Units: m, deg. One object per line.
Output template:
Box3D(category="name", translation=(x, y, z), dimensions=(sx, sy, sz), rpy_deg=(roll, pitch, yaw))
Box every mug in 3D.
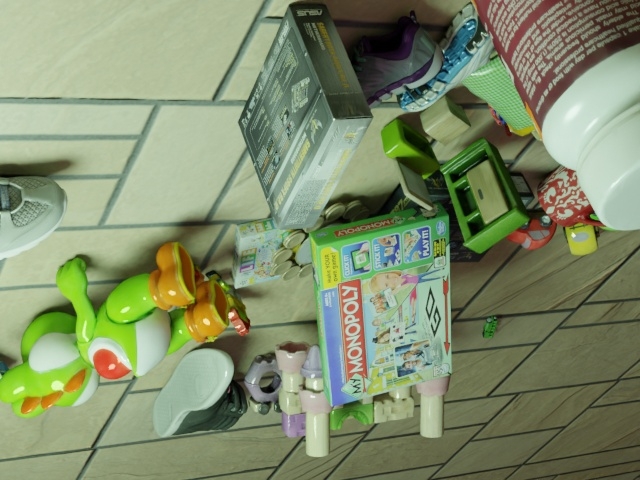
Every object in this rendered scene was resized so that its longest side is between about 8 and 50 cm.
Box3D(category="mug", translation=(0.442, -0.089, 2.110), dimensions=(0.113, 0.150, 0.169), rpy_deg=(29, 133, -25))

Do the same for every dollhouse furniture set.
Box3D(category="dollhouse furniture set", translation=(0.264, -0.150, 1.830), dimensions=(0.301, 0.151, 0.197), rpy_deg=(-36, 137, 25))

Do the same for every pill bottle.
Box3D(category="pill bottle", translation=(0.332, -0.223, 1.530), dimensions=(0.224, 0.392, 0.224), rpy_deg=(-16, 151, -9))

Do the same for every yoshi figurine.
Box3D(category="yoshi figurine", translation=(-0.326, 0.130, 1.959), dimensions=(0.362, 0.203, 0.203), rpy_deg=(-29, 173, 12))

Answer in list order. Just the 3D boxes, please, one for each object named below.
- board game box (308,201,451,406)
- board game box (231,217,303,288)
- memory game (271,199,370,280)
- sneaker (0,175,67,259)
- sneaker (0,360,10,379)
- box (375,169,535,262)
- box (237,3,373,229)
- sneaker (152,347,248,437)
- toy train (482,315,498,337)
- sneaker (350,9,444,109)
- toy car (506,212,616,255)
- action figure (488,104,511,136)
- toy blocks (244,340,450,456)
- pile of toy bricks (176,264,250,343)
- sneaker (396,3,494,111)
Box3D(category="board game box", translation=(0.100, 0.104, 2.056), dimensions=(0.213, 0.046, 0.317), rpy_deg=(-14, 125, -13))
Box3D(category="board game box", translation=(-0.085, 0.016, 2.052), dimensions=(0.103, 0.026, 0.154), rpy_deg=(-13, 151, -14))
Box3D(category="memory game", translation=(0.000, 0.000, 2.056), dimensions=(0.186, 0.012, 0.186), rpy_deg=(-30, 156, -15))
Box3D(category="sneaker", translation=(-0.453, -0.039, 1.622), dimensions=(0.281, 0.105, 0.115), rpy_deg=(-9, 150, -20))
Box3D(category="sneaker", translation=(-0.540, 0.197, 2.023), dimensions=(0.126, 0.091, 0.240), rpy_deg=(-26, 157, -33))
Box3D(category="box", translation=(0.206, -0.036, 2.120), dimensions=(0.233, 0.059, 0.183), rpy_deg=(0, 142, -33))
Box3D(category="box", translation=(-0.024, -0.152, 1.635), dimensions=(0.056, 0.183, 0.231), rpy_deg=(-6, 148, -26))
Box3D(category="sneaker", translation=(-0.186, 0.266, 2.349), dimensions=(0.147, 0.104, 0.296), rpy_deg=(-4, 153, -33))
Box3D(category="toy train", translation=(0.341, 0.175, 2.629), dimensions=(0.024, 0.017, 0.083), rpy_deg=(-7, 150, -5))
Box3D(category="sneaker", translation=(0.046, -0.218, 1.705), dimensions=(0.224, 0.083, 0.098), rpy_deg=(-31, 130, 9))
Box3D(category="toy car", translation=(0.463, -0.025, 2.262), dimensions=(0.239, 0.053, 0.225), rpy_deg=(5, 159, -41))
Box3D(category="action figure", translation=(0.275, -0.190, 1.936), dimensions=(0.038, 0.030, 0.115), rpy_deg=(-26, 149, 14))
Box3D(category="toy blocks", translation=(0.042, 0.200, 2.314), dimensions=(0.289, 0.260, 0.309), rpy_deg=(-6, -167, -23))
Box3D(category="pile of toy bricks", translation=(-0.193, 0.117, 2.071), dimensions=(0.118, 0.105, 0.212), rpy_deg=(-27, 151, 11))
Box3D(category="sneaker", translation=(0.182, -0.236, 1.753), dimensions=(0.083, 0.071, 0.191), rpy_deg=(5, 143, -49))
